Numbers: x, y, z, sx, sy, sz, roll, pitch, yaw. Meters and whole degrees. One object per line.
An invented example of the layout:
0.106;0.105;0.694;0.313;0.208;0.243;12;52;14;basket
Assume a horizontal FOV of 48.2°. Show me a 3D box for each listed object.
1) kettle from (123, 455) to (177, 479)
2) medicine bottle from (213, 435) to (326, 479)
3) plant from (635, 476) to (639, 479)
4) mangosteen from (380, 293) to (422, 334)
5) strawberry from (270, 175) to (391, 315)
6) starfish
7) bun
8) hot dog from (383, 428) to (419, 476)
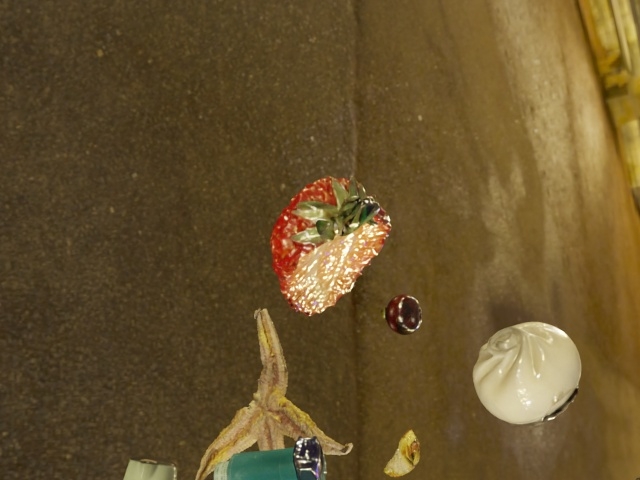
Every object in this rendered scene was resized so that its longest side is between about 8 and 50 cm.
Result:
-0.517;0.775;2.124;0.240;0.165;0.255;95;1;-73;kettle
-0.100;0.465;1.457;0.124;0.258;0.079;54;31;-46;medicine bottle
0.647;0.563;1.236;0.213;0.215;0.312;-49;119;-23;plant
0.159;0.145;1.391;0.081;0.081;0.081;27;58;-54;mangosteen
0.000;0.000;1.013;0.188;0.286;0.106;-23;65;-25;strawberry
-0.125;0.433;1.669;0.384;0.398;0.132;44;8;29;starfish
0.315;0.196;1.128;0.120;0.172;0.173;49;39;-18;bun
0.217;0.550;1.809;0.078;0.061;0.169;-19;140;-45;hot dog
